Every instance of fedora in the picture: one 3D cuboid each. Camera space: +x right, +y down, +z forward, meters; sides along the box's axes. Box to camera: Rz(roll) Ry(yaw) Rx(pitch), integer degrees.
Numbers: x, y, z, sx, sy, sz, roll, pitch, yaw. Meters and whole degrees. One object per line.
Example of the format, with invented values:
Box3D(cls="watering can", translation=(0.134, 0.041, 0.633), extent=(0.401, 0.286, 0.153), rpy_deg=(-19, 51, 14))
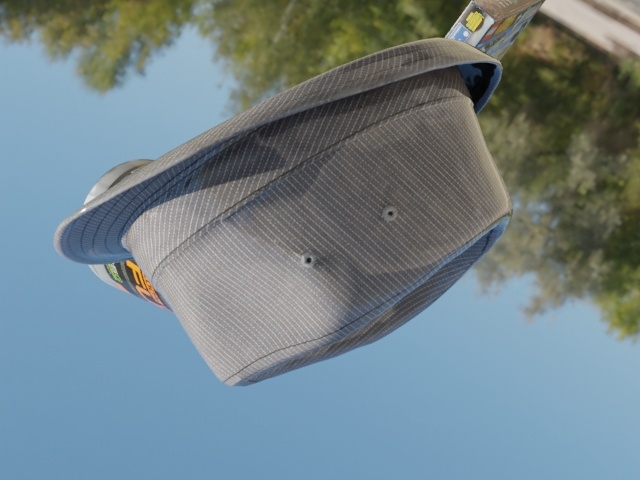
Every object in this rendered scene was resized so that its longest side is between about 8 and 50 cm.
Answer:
Box3D(cls="fedora", translation=(0.000, 0.000, 0.699), extent=(0.124, 0.275, 0.244), rpy_deg=(62, 174, 10))

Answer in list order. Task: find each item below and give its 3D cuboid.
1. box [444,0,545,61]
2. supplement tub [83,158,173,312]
Box3D(cls="box", translation=(0.135, -0.168, 1.018), extent=(0.027, 0.094, 0.137), rpy_deg=(43, -147, 9))
Box3D(cls="supplement tub", translation=(-0.101, 0.004, 0.980), extent=(0.117, 0.117, 0.190), rpy_deg=(19, 179, -43))
